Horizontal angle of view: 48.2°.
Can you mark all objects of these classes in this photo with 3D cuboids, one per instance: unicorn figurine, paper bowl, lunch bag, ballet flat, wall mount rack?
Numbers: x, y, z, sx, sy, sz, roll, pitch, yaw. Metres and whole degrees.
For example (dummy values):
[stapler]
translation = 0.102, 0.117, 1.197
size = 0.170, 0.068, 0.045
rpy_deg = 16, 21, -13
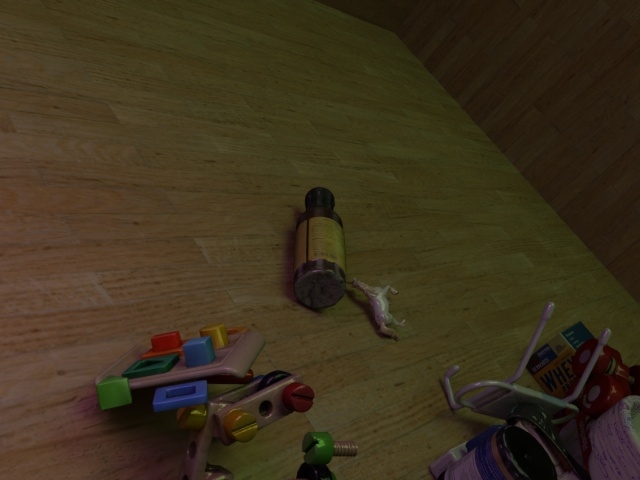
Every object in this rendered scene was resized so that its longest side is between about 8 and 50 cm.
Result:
[unicorn figurine]
translation = 0.128, 0.136, 1.563
size = 0.111, 0.060, 0.162
rpy_deg = 11, 40, -46
[paper bowl]
translation = 0.612, 0.439, 1.313
size = 0.284, 0.148, 0.284
rpy_deg = 30, 30, -19
[lunch bag]
translation = 0.314, 0.381, 1.274
size = 0.067, 0.098, 0.065
rpy_deg = 33, 30, -25
[ballet flat]
translation = 0.446, 0.443, 1.376
size = 0.096, 0.095, 0.280
rpy_deg = 1, 45, -41
[wall mount rack]
translation = 0.441, 0.278, 1.500
size = 0.350, 0.304, 0.130
rpy_deg = 22, 44, -34

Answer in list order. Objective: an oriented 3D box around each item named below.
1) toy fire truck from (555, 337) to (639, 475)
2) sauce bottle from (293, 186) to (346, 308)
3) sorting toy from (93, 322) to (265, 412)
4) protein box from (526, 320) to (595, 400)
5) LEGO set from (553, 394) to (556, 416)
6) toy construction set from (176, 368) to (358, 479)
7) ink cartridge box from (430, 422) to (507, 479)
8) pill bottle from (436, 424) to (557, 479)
[toy fire truck]
translation = 0.635, 0.392, 1.650
size = 0.169, 0.254, 0.302
rpy_deg = 30, 30, -8
[sauce bottle]
translation = 0.000, 0.000, 1.537
size = 0.111, 0.111, 0.344
rpy_deg = 32, 31, -20
[sorting toy]
translation = -0.186, 0.152, 0.979
size = 0.347, 0.196, 0.047
rpy_deg = -53, 136, -81
[protein box]
translation = 0.682, 0.346, 1.899
size = 0.201, 0.136, 0.200
rpy_deg = 53, 30, 19
[LEGO set]
translation = 0.586, 0.419, 1.796
size = 0.083, 0.023, 0.054
rpy_deg = 46, 53, -30
[toy construction set]
translation = -0.152, 0.262, 0.894
size = 0.237, 0.257, 0.309
rpy_deg = 9, 20, -29
[ink cartridge box]
translation = 0.371, 0.494, 1.365
size = 0.296, 0.066, 0.261
rpy_deg = 0, 48, -52
[pill bottle]
translation = 0.269, 0.412, 1.182
size = 0.123, 0.219, 0.122
rpy_deg = 31, 30, -20
